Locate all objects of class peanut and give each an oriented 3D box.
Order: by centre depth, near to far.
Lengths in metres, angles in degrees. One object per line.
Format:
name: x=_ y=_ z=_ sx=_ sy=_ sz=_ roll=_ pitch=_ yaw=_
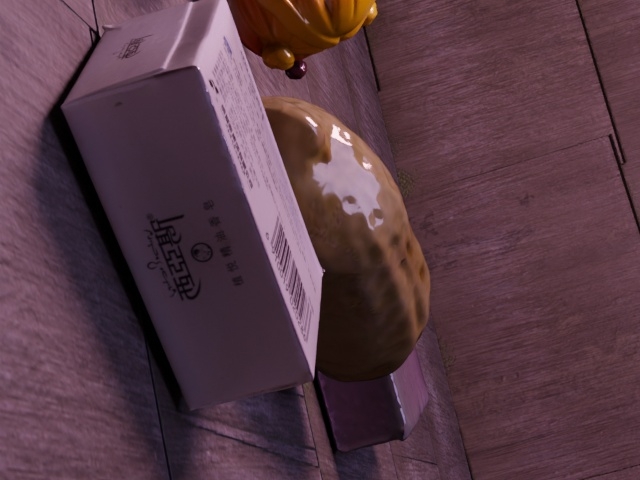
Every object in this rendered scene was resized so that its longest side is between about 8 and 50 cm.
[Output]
peanut: x=0.000 y=0.000 z=1.305 sx=0.169 sy=0.192 sz=0.387 roll=-52 pitch=144 yaw=-24

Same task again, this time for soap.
soap: x=0.050 y=0.100 z=1.664 sx=0.285 sy=0.107 sz=0.296 roll=-7 pitch=81 yaw=-80

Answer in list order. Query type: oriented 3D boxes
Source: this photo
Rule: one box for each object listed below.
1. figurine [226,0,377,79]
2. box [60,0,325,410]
figurine: x=-0.050 y=-0.356 z=1.555 sx=0.320 sy=0.196 sz=0.323 roll=-33 pitch=103 yaw=-35
box: x=-0.093 y=-0.035 z=1.049 sx=0.203 sy=0.116 sz=0.274 roll=-86 pitch=159 yaw=-64
